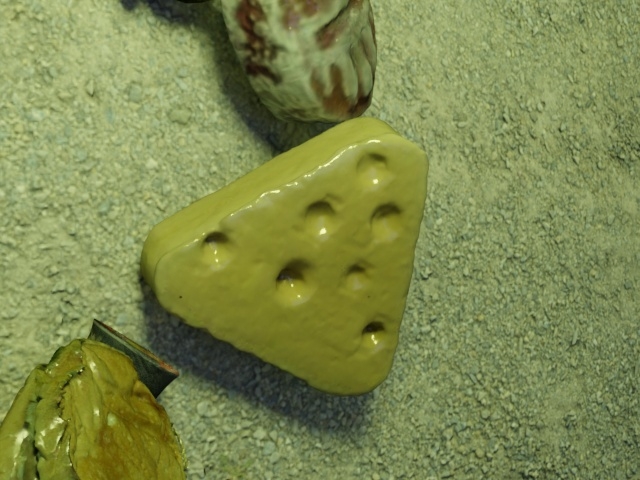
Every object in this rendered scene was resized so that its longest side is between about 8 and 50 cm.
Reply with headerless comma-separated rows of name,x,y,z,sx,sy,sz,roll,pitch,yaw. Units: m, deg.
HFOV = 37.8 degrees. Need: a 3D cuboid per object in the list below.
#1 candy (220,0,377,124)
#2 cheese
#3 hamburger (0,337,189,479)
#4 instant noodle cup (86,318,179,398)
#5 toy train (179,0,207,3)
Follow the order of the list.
candy,-0.026,-0.286,1.203,0.214,0.157,0.290,-56,136,-38
cheese,-0.001,-0.001,1.216,0.383,0.104,0.384,-10,117,-20
hamburger,-0.236,0.254,0.946,0.134,0.285,0.266,-29,112,11
instant noodle cup,-0.257,0.182,1.115,0.127,0.127,0.136,38,80,-31
toy train,-0.182,-0.411,1.144,0.137,0.090,0.226,11,86,-42
